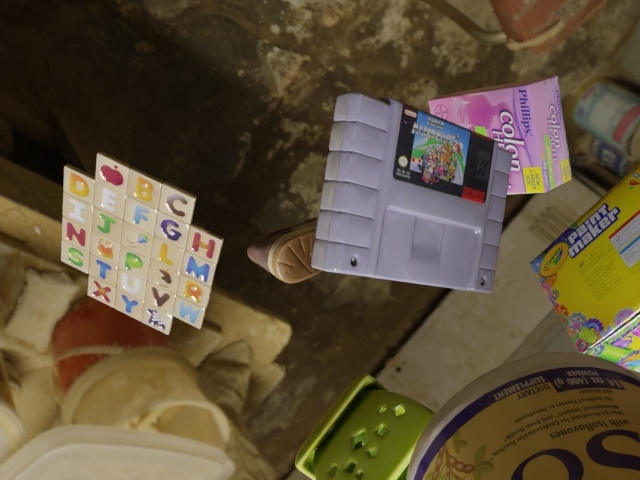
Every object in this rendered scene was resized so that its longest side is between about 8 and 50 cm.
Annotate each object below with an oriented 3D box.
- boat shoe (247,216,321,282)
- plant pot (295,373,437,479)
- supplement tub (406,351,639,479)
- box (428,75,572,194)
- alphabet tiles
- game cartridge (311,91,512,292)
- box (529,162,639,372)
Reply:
[{"bbox_3d":[0.000,0.000,1.541,0.342,0.123,0.123,-19,114,-44],"label":"boat shoe"},{"bbox_3d":[0.108,0.372,1.283,0.228,0.207,0.227,-51,132,-9],"label":"plant pot"},{"bbox_3d":[0.211,0.262,0.540,0.241,0.331,0.241,-4,116,-8],"label":"supplement tub"},{"bbox_3d":[0.367,-0.208,1.580,0.117,0.243,0.213,-23,106,-42],"label":"box"},{"bbox_3d":[-0.309,0.017,1.289,0.011,0.285,0.342,-58,171,-47],"label":"alphabet tiles"},{"bbox_3d":[0.143,-0.054,1.048,0.355,0.068,0.230,10,93,-45],"label":"game cartridge"},{"bbox_3d":[0.514,0.037,1.076,0.279,0.177,0.290,19,126,-34],"label":"box"}]
